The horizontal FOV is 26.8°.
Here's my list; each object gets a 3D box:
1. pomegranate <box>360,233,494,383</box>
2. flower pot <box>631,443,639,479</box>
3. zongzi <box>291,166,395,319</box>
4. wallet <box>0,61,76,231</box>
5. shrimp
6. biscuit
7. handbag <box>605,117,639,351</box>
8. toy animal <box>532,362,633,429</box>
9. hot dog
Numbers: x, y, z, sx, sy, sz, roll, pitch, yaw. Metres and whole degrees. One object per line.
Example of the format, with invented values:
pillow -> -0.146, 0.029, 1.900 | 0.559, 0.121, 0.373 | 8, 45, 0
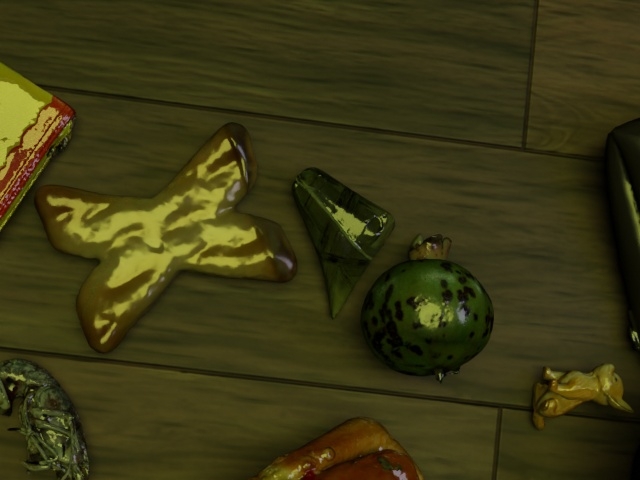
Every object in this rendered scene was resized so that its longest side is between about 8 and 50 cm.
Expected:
pomegranate -> 0.098, 0.053, 1.230 | 0.122, 0.122, 0.161 | 5, 59, -5
flower pot -> 0.374, 0.218, 1.210 | 0.235, 0.148, 0.235 | 2, 80, -11
zongzi -> 0.000, 0.000, 1.260 | 0.104, 0.052, 0.113 | 33, 93, 7
wallet -> -0.339, -0.054, 1.220 | 0.141, 0.067, 0.241 | 32, 80, -3
shrimp -> -0.244, 0.178, 1.204 | 0.065, 0.056, 0.165 | -22, 75, -24
biscuit -> -0.141, -0.004, 1.242 | 0.208, 0.047, 0.164 | -20, 84, -8
handbag -> 0.415, -0.007, 1.231 | 0.286, 0.113, 0.256 | -7, 91, 18
toy animal -> 0.246, 0.149, 1.257 | 0.083, 0.060, 0.081 | 10, 106, -7
hot dog -> -0.018, 0.264, 1.165 | 0.257, 0.153, 0.150 | -34, 87, -9
